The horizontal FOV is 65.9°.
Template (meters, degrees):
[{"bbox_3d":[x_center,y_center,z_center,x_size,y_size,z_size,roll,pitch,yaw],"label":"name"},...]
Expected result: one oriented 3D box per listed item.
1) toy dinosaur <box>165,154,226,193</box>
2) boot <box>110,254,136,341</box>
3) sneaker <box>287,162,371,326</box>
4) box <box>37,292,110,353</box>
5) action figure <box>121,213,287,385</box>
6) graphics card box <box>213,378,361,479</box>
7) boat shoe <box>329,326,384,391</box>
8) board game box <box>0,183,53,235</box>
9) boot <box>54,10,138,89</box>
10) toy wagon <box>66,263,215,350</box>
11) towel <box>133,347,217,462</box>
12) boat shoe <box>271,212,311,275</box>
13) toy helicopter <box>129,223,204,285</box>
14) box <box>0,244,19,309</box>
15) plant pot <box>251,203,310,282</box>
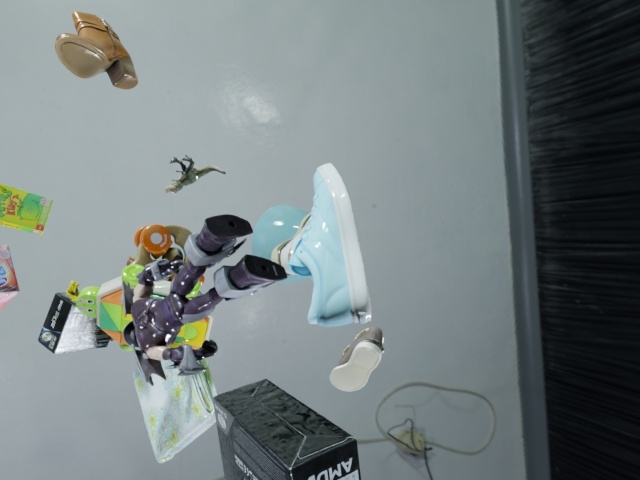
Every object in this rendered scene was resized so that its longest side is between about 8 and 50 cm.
[{"bbox_3d":[-0.474,-0.252,1.783,0.118,0.268,0.064,55,34,-32],"label":"toy dinosaur"},{"bbox_3d":[-0.645,0.194,1.624,0.109,0.283,0.220,36,56,18],"label":"boot"},{"bbox_3d":[0.000,0.000,1.011,0.150,0.135,0.366,-10,60,-1],"label":"sneaker"},{"bbox_3d":[-0.670,0.227,1.389,0.180,0.077,0.147,12,103,-65],"label":"box"},{"bbox_3d":[-0.188,0.088,0.693,0.099,0.285,0.185,-6,63,-59],"label":"action figure"},{"bbox_3d":[-0.035,0.390,0.625,0.094,0.233,0.371,-12,99,-30],"label":"graphics card box"},{"bbox_3d":[0.123,0.399,1.639,0.116,0.324,0.097,25,47,1],"label":"boat shoe"},{"bbox_3d":[-0.780,-0.084,1.232,0.181,0.043,0.092,19,66,-31],"label":"board game box"},{"bbox_3d":[-0.451,-0.387,0.956,0.073,0.197,0.152,-29,78,12],"label":"boot"},{"bbox_3d":[-0.433,0.174,1.183,0.344,0.068,0.267,13,129,-11],"label":"toy wagon"},{"bbox_3d":[-0.479,0.500,1.612,0.090,0.374,0.320,9,46,-46],"label":"towel"},{"bbox_3d":[-0.009,0.003,1.292,0.302,0.103,0.113,-49,126,-52],"label":"boat shoe"},{"bbox_3d":[-0.455,0.130,1.466,0.235,0.140,0.355,17,80,-28],"label":"toy helicopter"},{"bbox_3d":[-1.004,0.146,1.400,0.142,0.300,0.154,-1,64,-56],"label":"box"},{"bbox_3d":[-0.073,0.020,1.757,0.290,0.195,0.290,-9,102,-48],"label":"plant pot"}]
